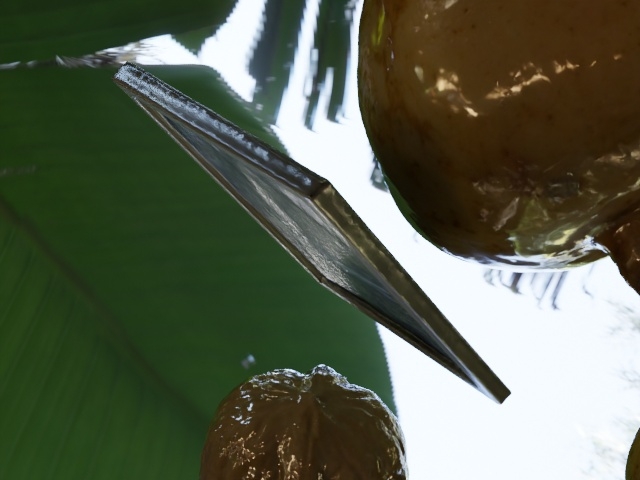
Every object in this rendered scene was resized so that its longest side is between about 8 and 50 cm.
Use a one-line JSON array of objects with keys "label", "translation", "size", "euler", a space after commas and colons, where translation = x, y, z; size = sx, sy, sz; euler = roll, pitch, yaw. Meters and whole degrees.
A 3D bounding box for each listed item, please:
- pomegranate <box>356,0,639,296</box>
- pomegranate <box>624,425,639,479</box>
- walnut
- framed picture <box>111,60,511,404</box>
[{"label": "pomegranate", "translation": [0.189, -0.116, 0.964], "size": [0.343, 0.342, 0.342], "euler": [-2, -82, -11]}, {"label": "pomegranate", "translation": [0.450, 0.260, 1.519], "size": [0.196, 0.196, 0.196], "euler": [-2, -82, -11]}, {"label": "walnut", "translation": [-0.016, 0.243, 1.361], "size": [0.225, 0.225, 0.261], "euler": [-3, -44, -11]}, {"label": "framed picture", "translation": [0.000, 0.000, 0.978], "size": [0.020, 0.240, 0.324], "euler": [-51, -41, -7]}]
